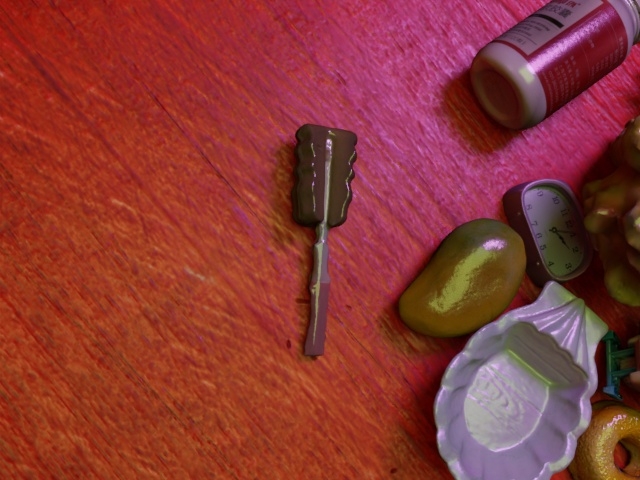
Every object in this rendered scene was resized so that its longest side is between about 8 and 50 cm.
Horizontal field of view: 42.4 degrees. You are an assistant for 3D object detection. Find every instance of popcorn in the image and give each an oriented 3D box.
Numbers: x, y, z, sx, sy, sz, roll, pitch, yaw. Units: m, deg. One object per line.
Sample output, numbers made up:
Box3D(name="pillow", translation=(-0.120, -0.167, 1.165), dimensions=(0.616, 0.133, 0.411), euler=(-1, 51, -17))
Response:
Box3D(name="popcorn", translation=(0.502, -0.024, 1.065), dimensions=(0.321, 0.326, 0.290), euler=(25, 59, 27))

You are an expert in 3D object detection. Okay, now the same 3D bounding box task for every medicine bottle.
Box3D(name="medicine bottle", translation=(0.336, -0.266, 1.145), dimensions=(0.250, 0.131, 0.131), euler=(-36, 90, -14))

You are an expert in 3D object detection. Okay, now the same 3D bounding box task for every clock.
Box3D(name="clock", translation=(0.328, -0.017, 1.149), dimensions=(0.110, 0.050, 0.153), euler=(-19, 86, -14))

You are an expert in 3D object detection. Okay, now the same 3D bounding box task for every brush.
Box3D(name="brush", translation=(0.000, 0.000, 1.074), dimensions=(0.084, 0.071, 0.301), euler=(5, 86, -15))

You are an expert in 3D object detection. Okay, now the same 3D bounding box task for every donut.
Box3D(name="donut", translation=(0.410, 0.293, 1.120), dimensions=(0.151, 0.058, 0.152), euler=(2, 83, -14))

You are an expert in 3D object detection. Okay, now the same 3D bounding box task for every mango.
Box3D(name="mango", translation=(0.194, 0.056, 1.098), dimensions=(0.122, 0.085, 0.191), euler=(41, 86, -12))

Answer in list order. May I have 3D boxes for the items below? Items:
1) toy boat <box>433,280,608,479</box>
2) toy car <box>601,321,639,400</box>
Box3D(name="toy boat", translation=(0.253, 0.194, 1.078), dimensions=(0.199, 0.100, 0.290), euler=(41, 77, -4))
Box3D(name="toy car", translation=(0.465, 0.189, 1.143), dimensions=(0.161, 0.098, 0.126), euler=(38, 49, -34))
